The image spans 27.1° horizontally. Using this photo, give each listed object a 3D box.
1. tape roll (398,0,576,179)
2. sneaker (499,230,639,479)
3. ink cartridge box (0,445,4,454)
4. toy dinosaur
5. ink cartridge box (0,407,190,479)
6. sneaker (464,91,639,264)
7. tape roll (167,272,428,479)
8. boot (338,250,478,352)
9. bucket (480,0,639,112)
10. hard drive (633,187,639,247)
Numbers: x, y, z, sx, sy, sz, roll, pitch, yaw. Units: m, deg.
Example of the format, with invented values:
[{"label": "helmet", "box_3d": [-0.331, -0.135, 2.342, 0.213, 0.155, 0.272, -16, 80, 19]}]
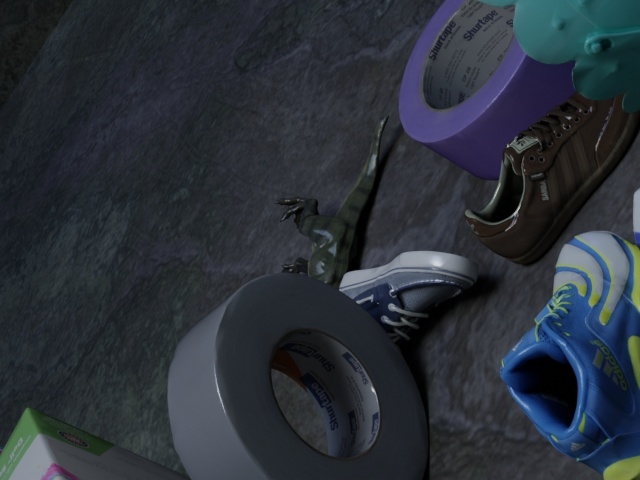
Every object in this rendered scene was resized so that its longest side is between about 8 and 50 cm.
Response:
[{"label": "tape roll", "box_3d": [0.161, -0.155, 1.201, 0.189, 0.080, 0.189, -39, 35, 35]}, {"label": "sneaker", "box_3d": [0.182, 0.063, 0.913, 0.091, 0.126, 0.240, -45, 32, 28]}, {"label": "ink cartridge box", "box_3d": [-0.362, 0.387, 1.389, 0.151, 0.270, 0.395, -57, 27, 21]}, {"label": "toy dinosaur", "box_3d": [0.000, 0.000, 1.361, 0.118, 0.064, 0.268, -9, 55, 49]}, {"label": "ink cartridge box", "box_3d": [-0.180, 0.306, 1.220, 0.119, 0.207, 0.353, -59, 27, 3]}, {"label": "sneaker", "box_3d": [0.190, -0.070, 1.080, 0.188, 0.071, 0.066, -59, 27, 6]}, {"label": "tape roll", "box_3d": [-0.016, 0.139, 1.081, 0.072, 0.219, 0.219, -39, 35, 38]}, {"label": "boot", "box_3d": [0.073, 0.066, 1.176, 0.190, 0.069, 0.086, -23, 53, 62]}, {"label": "bucket", "box_3d": [0.226, -0.254, 0.985, 0.183, 0.281, 0.281, -41, 34, 33]}, {"label": "hard drive", "box_3d": [0.337, -0.004, 0.638, 0.319, 0.210, 0.040, 17, 113, 62]}]
